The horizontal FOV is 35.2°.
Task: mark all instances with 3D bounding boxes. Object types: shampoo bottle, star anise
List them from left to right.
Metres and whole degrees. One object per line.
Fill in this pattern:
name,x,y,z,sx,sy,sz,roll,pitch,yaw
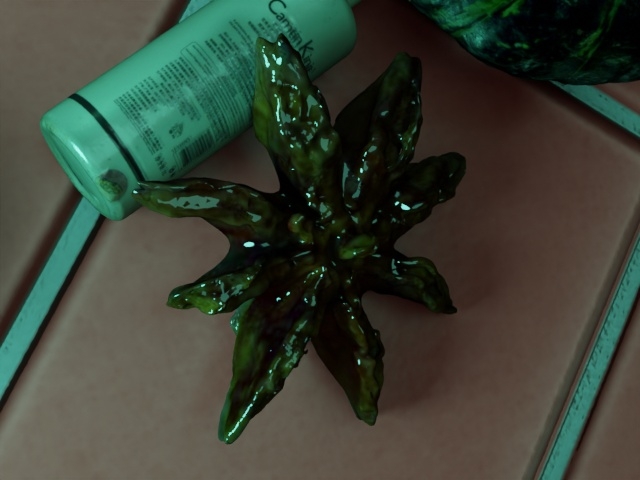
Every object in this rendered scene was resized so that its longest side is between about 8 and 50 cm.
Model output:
shampoo bottle,-0.059,-0.121,0.685,0.262,0.085,0.085,-38,96,-17
star anise,-0.001,0.000,0.669,0.288,0.088,0.288,-7,103,-32

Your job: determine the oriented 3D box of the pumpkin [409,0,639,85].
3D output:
pumpkin,0.189,-0.256,0.682,0.315,0.238,0.315,-2,104,-6
